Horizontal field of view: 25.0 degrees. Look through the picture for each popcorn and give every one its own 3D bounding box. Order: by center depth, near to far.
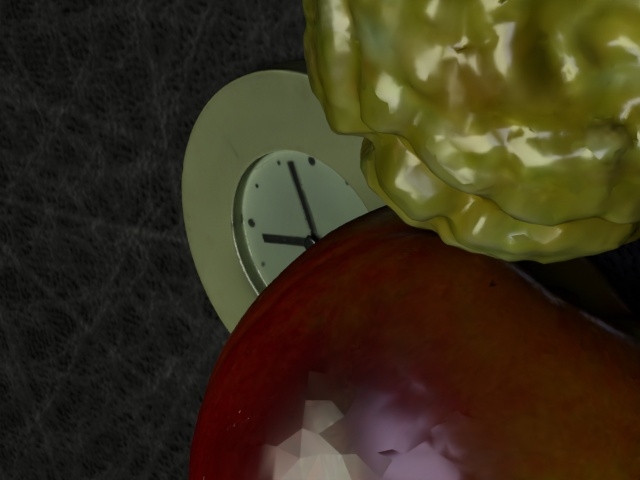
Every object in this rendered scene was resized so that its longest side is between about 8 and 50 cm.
[{"bbox_3d":[0.101,-0.130,0.623,0.258,0.224,0.270,106,167,-69],"label":"popcorn"}]

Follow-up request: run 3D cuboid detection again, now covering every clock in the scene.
[{"bbox_3d":[0.000,0.000,0.928,0.235,0.029,0.235,21,123,36],"label":"clock"}]

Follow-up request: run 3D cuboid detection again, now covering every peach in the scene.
[{"bbox_3d":[0.046,0.119,0.750,0.248,0.245,0.274,43,113,45],"label":"peach"}]
